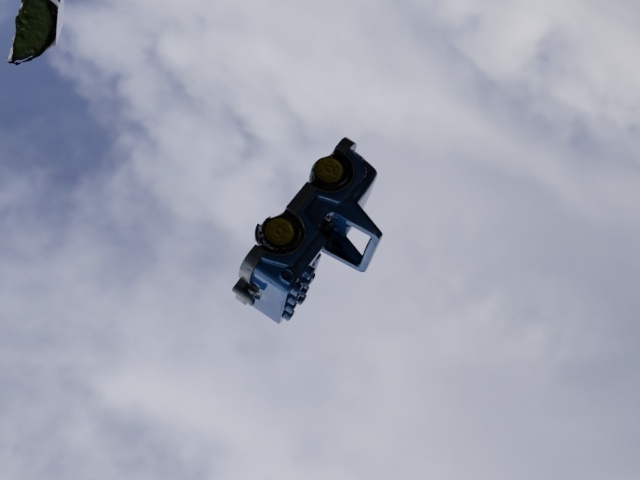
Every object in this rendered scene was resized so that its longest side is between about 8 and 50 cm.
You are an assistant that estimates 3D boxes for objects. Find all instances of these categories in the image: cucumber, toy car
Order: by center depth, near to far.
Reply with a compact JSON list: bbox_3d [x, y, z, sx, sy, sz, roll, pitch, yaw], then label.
[{"bbox_3d":[0.000,0.000,0.902,0.100,0.097,0.191,33,-116,7],"label":"toy car"},{"bbox_3d":[-0.273,-0.225,0.912,0.046,0.071,0.220,5,-159,-16],"label":"cucumber"}]
